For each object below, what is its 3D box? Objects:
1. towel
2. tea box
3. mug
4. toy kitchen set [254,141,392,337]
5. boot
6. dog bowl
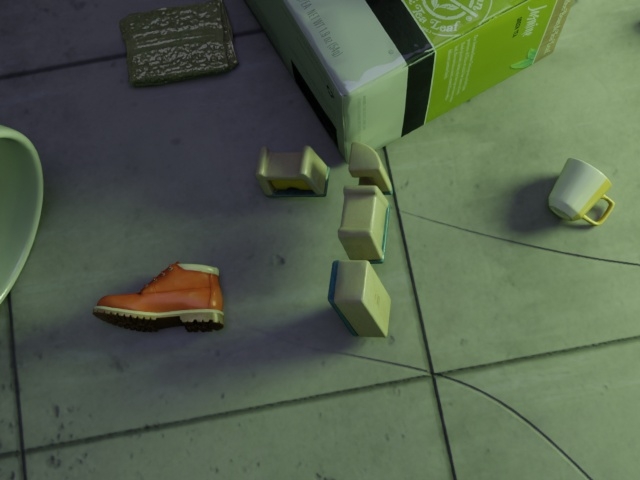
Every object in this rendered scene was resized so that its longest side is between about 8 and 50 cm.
[{"bbox_3d":[-0.189,-0.262,1.295,0.148,0.027,0.110,-11,74,-2],"label":"towel"},{"bbox_3d":[0.087,-0.332,1.202,0.324,0.220,0.329,-30,75,-7],"label":"tea box"},{"bbox_3d":[0.320,-0.055,1.196,0.078,0.062,0.064,34,86,18],"label":"mug"},{"bbox_3d":[0.000,0.000,1.184,0.166,0.122,0.207,0,65,18],"label":"toy kitchen set"},{"bbox_3d":[-0.197,0.067,1.187,0.158,0.059,0.084,0,70,-6],"label":"boot"},{"bbox_3d":[-0.434,-0.018,1.111,0.104,0.265,0.264,21,76,11],"label":"dog bowl"}]
